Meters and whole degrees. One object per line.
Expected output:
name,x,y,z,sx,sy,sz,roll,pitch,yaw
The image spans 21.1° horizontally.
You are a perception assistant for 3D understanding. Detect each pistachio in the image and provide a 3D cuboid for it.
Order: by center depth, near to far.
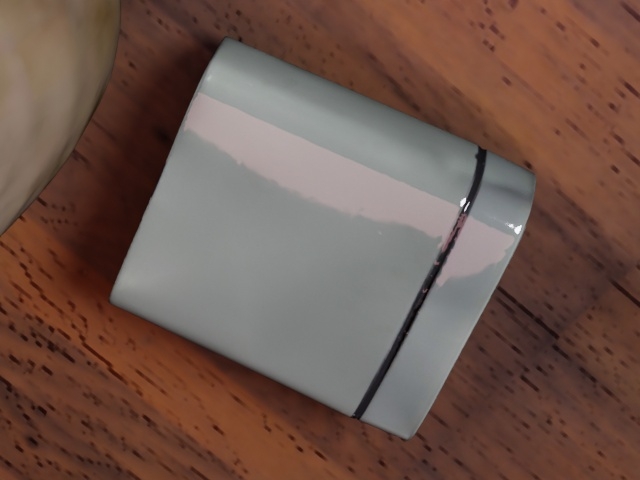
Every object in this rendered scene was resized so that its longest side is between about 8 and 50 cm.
pistachio,-0.165,-0.040,0.618,0.153,0.137,0.238,22,124,-42

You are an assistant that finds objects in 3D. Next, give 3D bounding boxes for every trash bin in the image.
trash bin,0.000,0.000,0.653,0.130,0.059,0.116,25,115,-3
